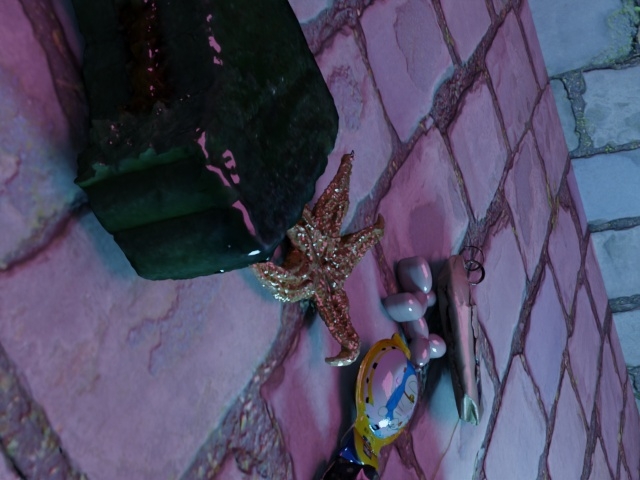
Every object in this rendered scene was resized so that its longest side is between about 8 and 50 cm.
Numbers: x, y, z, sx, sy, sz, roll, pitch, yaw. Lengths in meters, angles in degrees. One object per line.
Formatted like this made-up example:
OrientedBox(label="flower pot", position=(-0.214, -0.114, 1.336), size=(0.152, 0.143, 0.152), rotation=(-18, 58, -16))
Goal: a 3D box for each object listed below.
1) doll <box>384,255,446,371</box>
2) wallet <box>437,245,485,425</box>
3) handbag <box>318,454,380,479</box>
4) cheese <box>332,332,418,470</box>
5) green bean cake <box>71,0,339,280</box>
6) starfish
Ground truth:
OrientedBox(label="doll", position=(0.160, 0.128, 1.379), size=(0.160, 0.059, 0.161), rotation=(61, 33, -29))
OrientedBox(label="wallet", position=(0.263, 0.172, 1.510), size=(0.275, 0.068, 0.336), rotation=(10, 74, -73))
OrientedBox(label="handbag", position=(0.021, 0.351, 1.044), size=(0.139, 0.072, 0.115), rotation=(-30, 112, -44))
OrientedBox(label="cheese", position=(0.079, 0.244, 1.188), size=(0.157, 0.064, 0.250), rotation=(56, 49, -35))
OrientedBox(label="green bean cake", position=(-0.130, -0.151, 0.829), size=(0.308, 0.169, 0.300), rotation=(65, 30, -24))
OrientedBox(label="starfish", position=(-0.003, 0.001, 1.120), size=(0.299, 0.060, 0.302), rotation=(61, 38, -19))
